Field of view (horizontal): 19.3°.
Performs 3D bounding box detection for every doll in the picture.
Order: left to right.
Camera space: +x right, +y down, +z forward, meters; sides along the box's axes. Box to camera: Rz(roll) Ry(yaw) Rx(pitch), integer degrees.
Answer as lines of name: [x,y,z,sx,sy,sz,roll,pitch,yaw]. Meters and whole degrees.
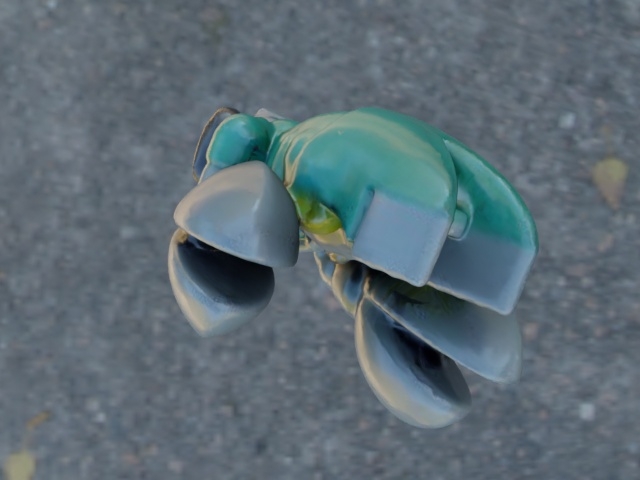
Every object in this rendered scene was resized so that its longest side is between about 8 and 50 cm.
doll: [0.019,0.006,0.984,0.195,0.258,0.153,18,95,-4]
